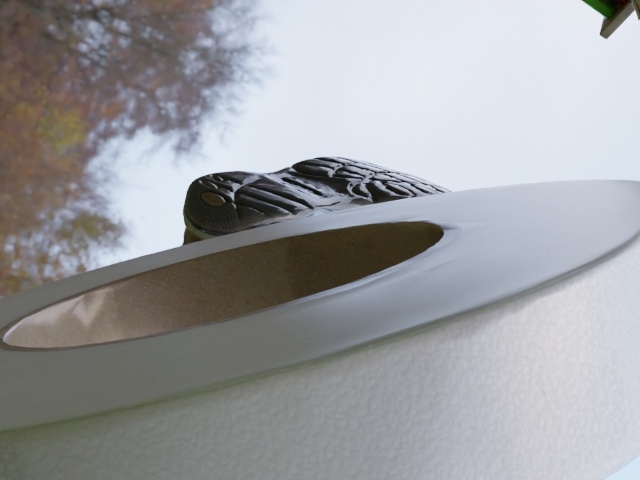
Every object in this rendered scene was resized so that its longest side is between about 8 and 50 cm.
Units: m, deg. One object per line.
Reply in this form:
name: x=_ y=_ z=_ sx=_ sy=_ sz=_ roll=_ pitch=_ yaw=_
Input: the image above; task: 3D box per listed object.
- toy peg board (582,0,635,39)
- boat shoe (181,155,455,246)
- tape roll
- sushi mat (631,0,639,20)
toy peg board: x=0.476 y=-0.428 z=1.773 sx=0.161 sy=0.079 sz=0.161 roll=-50 pitch=-168 yaw=45
boat shoe: x=0.000 y=0.000 z=1.010 sx=0.122 sy=0.324 sz=0.120 roll=27 pitch=-66 yaw=39
tape roll: x=-0.031 y=0.049 z=0.501 sx=0.392 sy=0.392 sz=0.072 roll=-3 pitch=-77 yaw=57
sushi mat: x=0.424 y=-0.445 z=1.430 sx=0.151 sy=0.019 sz=0.317 roll=-20 pitch=-105 yaw=20
